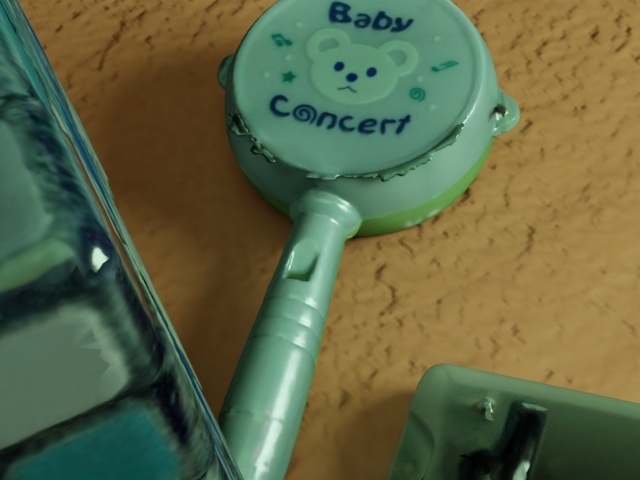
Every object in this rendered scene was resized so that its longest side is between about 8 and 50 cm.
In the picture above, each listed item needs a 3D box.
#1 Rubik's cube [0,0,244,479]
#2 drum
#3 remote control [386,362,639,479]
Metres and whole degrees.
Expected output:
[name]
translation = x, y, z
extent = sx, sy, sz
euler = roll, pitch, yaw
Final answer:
[Rubik's cube]
translation = -0.202, 0.036, 0.591
extent = 0.292, 0.293, 0.287
euler = -24, 56, -5
[drum]
translation = -0.018, -0.008, 0.765
extent = 0.130, 0.049, 0.253
euler = 24, 63, 20
[remote control]
translation = 0.171, 0.111, 0.650
extent = 0.313, 0.055, 0.109
euler = 11, 56, 15
